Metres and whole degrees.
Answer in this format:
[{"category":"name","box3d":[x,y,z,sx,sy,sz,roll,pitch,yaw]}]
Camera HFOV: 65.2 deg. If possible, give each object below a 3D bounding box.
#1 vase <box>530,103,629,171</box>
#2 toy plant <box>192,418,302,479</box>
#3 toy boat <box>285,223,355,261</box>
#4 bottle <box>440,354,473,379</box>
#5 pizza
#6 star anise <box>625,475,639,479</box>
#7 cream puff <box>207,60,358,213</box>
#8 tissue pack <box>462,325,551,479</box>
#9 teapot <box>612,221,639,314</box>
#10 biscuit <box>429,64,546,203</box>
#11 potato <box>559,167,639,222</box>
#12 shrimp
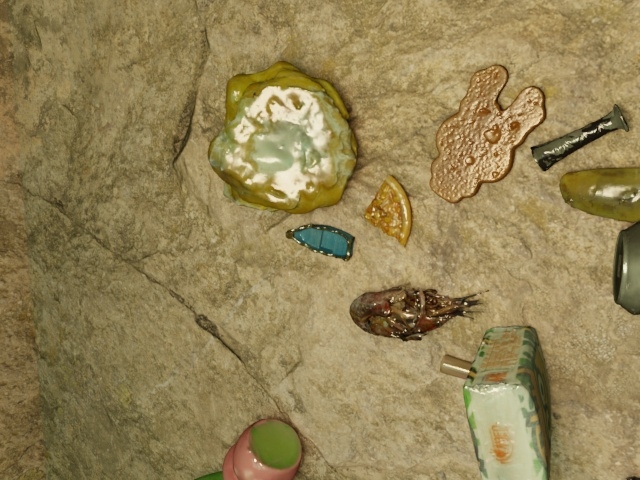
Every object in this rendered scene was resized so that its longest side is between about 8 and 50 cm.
[{"category":"vase","box3d":[0.503,-0.197,0.975,0.167,0.059,0.059,-29,85,32]},{"category":"toy plant","box3d":[-0.217,0.685,1.478,0.317,0.210,0.356,19,129,-16]},{"category":"toy boat","box3d":[0.000,0.000,1.303,0.186,0.077,0.075,20,110,26]},{"category":"bottle","box3d":[0.335,0.305,1.184,0.097,0.045,0.045,13,106,27]},{"category":"pizza","box3d":[0.159,-0.071,1.216,0.131,0.041,0.178,4,102,32]},{"category":"star anise","box3d":[0.691,0.578,0.986,0.213,0.129,0.282,-1,91,25]},{"category":"cream puff","box3d":[-0.097,-0.243,1.225,0.379,0.275,0.377,1,108,2]},{"category":"tissue pack","box3d":[0.383,0.328,1.002,0.128,0.311,0.227,-11,95,28]},{"category":"teapot","box3d":[0.651,0.039,0.878,0.226,0.171,0.202,3,100,24]},{"category":"biscuit","box3d":[0.342,-0.217,1.077,0.186,0.044,0.295,44,117,20]},{"category":"potato","box3d":[0.555,-0.092,0.952,0.188,0.085,0.105,14,105,33]},{"category":"shrimp","box3d":[0.221,0.159,1.182,0.343,0.116,0.145,-12,108,32]}]
